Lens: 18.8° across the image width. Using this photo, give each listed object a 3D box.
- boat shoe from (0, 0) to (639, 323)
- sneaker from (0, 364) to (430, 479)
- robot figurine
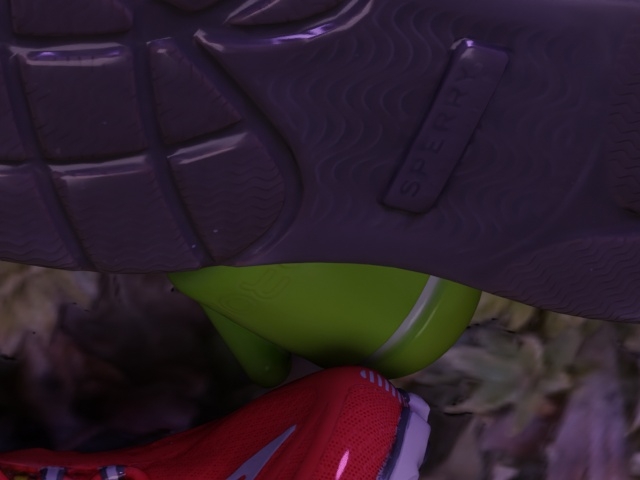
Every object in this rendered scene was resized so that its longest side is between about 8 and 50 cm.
[{"bbox_3d":[-0.024,-0.071,0.488,0.355,0.130,0.132,15,122,-26],"label":"boat shoe"},{"bbox_3d":[-0.097,0.101,0.579,0.279,0.107,0.118,-28,117,24],"label":"sneaker"},{"bbox_3d":[0.000,0.000,0.574,0.115,0.067,0.101,28,115,-26],"label":"robot figurine"}]
